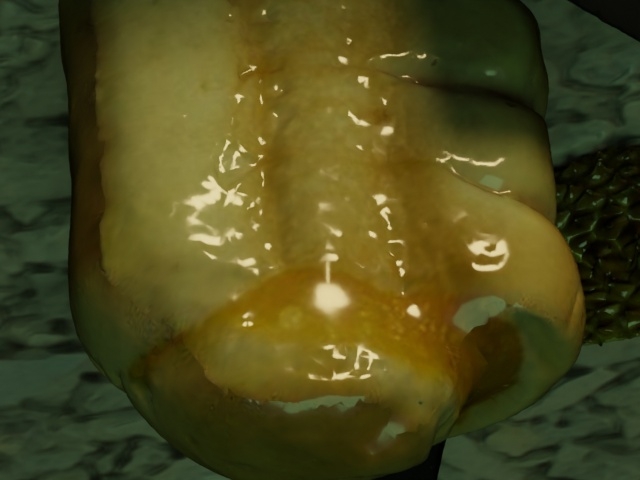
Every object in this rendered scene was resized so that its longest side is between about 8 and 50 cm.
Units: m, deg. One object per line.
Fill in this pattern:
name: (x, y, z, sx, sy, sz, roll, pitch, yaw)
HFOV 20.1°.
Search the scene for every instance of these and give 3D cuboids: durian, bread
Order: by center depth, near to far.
bread: (0.000, 0.000, 1.080, 0.300, 0.341, 0.210, -8, 149, -5)
durian: (0.219, 0.011, 1.267, 0.252, 0.144, 0.139, -22, 163, 2)

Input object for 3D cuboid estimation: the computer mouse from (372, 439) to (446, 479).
computer mouse: (0.042, 0.124, 1.326, 0.122, 0.073, 0.217, 6, 120, -11)

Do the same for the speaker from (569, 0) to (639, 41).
speaker: (0.206, -0.221, 0.998, 0.254, 0.232, 0.184, 24, 120, -28)
